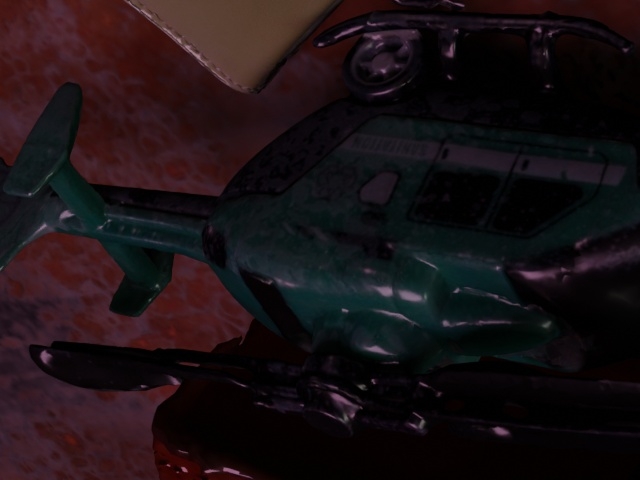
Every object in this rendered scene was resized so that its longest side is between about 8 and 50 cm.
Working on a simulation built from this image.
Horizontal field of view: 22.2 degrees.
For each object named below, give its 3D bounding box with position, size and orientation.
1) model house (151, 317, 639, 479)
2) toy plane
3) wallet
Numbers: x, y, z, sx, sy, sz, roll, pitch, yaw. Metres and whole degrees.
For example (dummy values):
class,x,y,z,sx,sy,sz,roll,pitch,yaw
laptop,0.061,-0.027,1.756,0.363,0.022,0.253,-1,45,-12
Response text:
class,x,y,z,sx,sy,sz,roll,pitch,yaw
model house,0.050,0.148,0.724,0.196,0.160,0.254,17,137,19
toy plane,0.000,0.000,0.606,0.382,0.155,0.106,8,149,30
wallet,-0.026,-0.132,0.603,0.110,0.039,0.155,38,139,-9
